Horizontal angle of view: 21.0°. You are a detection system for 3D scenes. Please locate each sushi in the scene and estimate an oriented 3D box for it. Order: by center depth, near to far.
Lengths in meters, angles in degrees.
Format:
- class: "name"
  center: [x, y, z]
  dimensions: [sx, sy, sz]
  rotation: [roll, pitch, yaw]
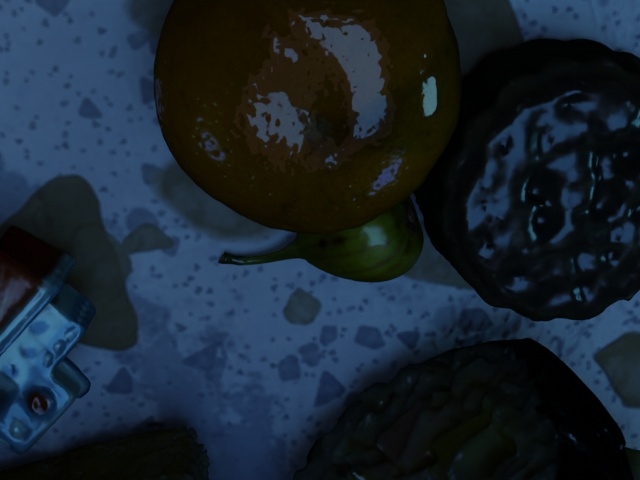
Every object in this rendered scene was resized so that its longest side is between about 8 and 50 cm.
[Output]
- class: "sushi"
  center: [0.154, 0.281, 1.420]
  dimensions: [0.328, 0.328, 0.285]
  rotation: [-39, 125, 8]

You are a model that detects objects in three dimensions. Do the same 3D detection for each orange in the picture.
- class: "orange"
  center: [-0.007, -0.125, 1.282]
  dimensions: [0.240, 0.171, 0.240]
  rotation: [2, 114, 5]

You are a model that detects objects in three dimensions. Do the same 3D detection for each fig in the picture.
- class: "fig"
  center: [0.003, -0.014, 1.403]
  dimensions: [0.166, 0.093, 0.093]
  rotation: [8, 120, 29]

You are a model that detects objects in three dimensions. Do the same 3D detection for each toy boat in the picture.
- class: "toy boat"
  center: [-0.303, 0.150, 1.371]
  dimensions: [0.133, 0.145, 0.332]
  rotation: [42, 98, -10]

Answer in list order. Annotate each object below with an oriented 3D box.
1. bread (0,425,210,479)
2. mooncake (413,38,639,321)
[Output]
- class: "bread"
  center: [-0.173, 0.273, 1.427]
  dimensions: [0.246, 0.195, 0.176]
  rotation: [-17, 112, -1]
- class: "mooncake"
  center: [0.192, -0.046, 1.379]
  dimensions: [0.228, 0.124, 0.228]
  rotation: [-3, 114, -8]
